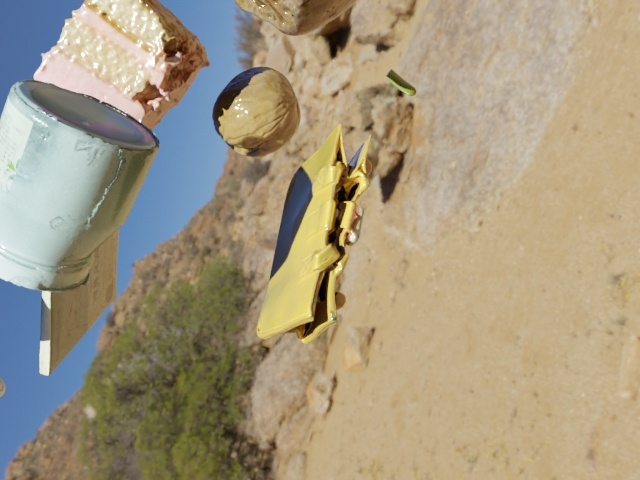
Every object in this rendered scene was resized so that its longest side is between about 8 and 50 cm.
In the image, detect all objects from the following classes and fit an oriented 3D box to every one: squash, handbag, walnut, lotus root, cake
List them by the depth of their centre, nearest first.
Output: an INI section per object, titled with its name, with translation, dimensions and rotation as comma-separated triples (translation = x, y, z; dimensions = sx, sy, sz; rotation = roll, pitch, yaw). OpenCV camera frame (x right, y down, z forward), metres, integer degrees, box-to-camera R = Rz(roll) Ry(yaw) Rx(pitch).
[lotus root]
translation = -0.056, -0.566, 1.340
dimensions = 0.250, 0.316, 0.316
rotation = -60, -3, -22
[handbag]
translation = 0.000, 0.000, 1.371
dimensions = 0.283, 0.133, 0.401
rotation = 133, 151, -64
[cake]
translation = -0.454, -0.420, 1.637
dimensions = 0.307, 0.293, 0.314
rotation = -49, 7, 10
[squash]
translation = 0.194, -0.373, 1.653
dimensions = 0.027, 0.083, 0.027
rotation = -51, 9, 11
[walnut]
translation = -0.163, -0.321, 1.742
dimensions = 0.228, 0.228, 0.228
rotation = -163, 90, -87

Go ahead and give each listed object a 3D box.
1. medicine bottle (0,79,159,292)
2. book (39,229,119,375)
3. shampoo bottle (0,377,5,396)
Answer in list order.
[medicine bottle]
translation = -0.433, -0.083, 1.153
dimensions = 0.290, 0.245, 0.245
rotation = -63, 6, 16
[book]
translation = -0.530, 0.094, 1.546
dimensions = 0.379, 0.031, 0.264
rotation = -76, -4, -67
[shampoo bottle]
translation = -0.776, 0.316, 1.445
dimensions = 0.108, 0.220, 0.051
rotation = 54, -155, -52
